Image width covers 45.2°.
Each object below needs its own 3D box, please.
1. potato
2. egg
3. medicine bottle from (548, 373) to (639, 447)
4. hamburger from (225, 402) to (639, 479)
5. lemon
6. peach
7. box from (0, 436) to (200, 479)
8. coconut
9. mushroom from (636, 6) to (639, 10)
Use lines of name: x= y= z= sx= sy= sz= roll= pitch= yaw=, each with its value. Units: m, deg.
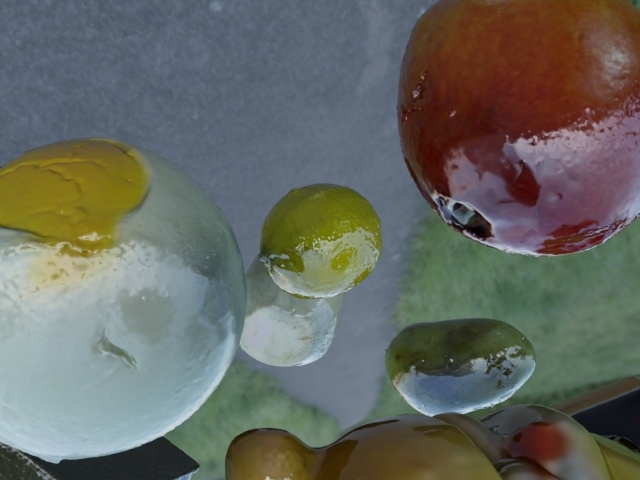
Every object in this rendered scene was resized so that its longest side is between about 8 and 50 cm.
potato: x=0.278 y=0.253 z=1.542 sx=0.307 sy=0.210 sz=0.173 roll=-18 pitch=-171 yaw=34
egg: x=-0.173 y=0.055 z=0.725 sx=0.201 sy=0.337 sz=0.337 roll=2 pitch=177 yaw=33
medicine bottle: x=0.471 y=0.274 z=0.962 sx=0.395 sy=0.242 sz=0.242 roll=-19 pitch=160 yaw=6
hamburger: x=0.055 y=0.219 z=0.392 sx=0.237 sy=0.276 sz=0.276 roll=13 pitch=144 yaw=-20
lemon: x=0.000 y=0.000 z=1.282 sx=0.231 sy=0.192 sz=0.192 roll=-15 pitch=157 yaw=-35
peach: x=0.186 y=-0.114 z=0.703 sx=0.281 sy=0.281 sz=0.238 roll=-13 pitch=162 yaw=-31
box: x=-0.322 y=0.305 z=0.993 sx=0.184 sy=0.273 sz=0.143 roll=-6 pitch=118 yaw=-60
coconut: x=-0.061 y=0.122 z=1.497 sx=0.241 sy=0.241 sz=0.241 roll=-23 pitch=160 yaw=-9
mushroom: x=0.499 y=-0.225 z=0.995 sx=0.290 sy=0.297 sz=0.297 roll=20 pitch=146 yaw=-9
